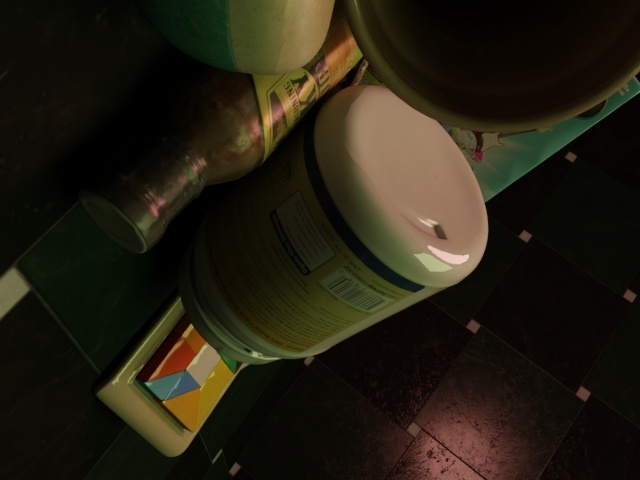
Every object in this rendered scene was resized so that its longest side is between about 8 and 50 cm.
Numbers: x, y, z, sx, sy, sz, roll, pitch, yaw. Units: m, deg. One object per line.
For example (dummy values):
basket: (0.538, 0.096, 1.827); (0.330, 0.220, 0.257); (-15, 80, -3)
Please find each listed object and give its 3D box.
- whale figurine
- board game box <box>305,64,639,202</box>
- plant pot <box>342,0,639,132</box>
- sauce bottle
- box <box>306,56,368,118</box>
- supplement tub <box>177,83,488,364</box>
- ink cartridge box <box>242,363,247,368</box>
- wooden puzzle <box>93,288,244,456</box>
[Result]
whale figurine: (-0.051, -0.227, 0.419); (0.272, 0.141, 0.216); (-82, -179, -50)
board game box: (0.164, -0.179, 0.768); (0.336, 0.254, 0.079); (-38, -172, 24)
plant pot: (0.163, -0.262, 0.549); (0.229, 0.263, 0.263); (-72, -176, -51)
sauce bottle: (-0.071, -0.130, 0.565); (0.344, 0.111, 0.111); (-52, 167, -27)
box: (0.004, -0.208, 0.716); (0.137, 0.094, 0.027); (-61, 168, 18)
supplement tub: (0.000, 0.000, 0.705); (0.316, 0.228, 0.228); (-34, -174, 39)
ink cartridge box: (-0.106, 0.127, 1.128); (0.160, 0.093, 0.219); (-60, 168, 9)
wooden puzzle: (-0.177, 0.174, 0.883); (0.238, 0.044, 0.221); (-51, 143, -25)
